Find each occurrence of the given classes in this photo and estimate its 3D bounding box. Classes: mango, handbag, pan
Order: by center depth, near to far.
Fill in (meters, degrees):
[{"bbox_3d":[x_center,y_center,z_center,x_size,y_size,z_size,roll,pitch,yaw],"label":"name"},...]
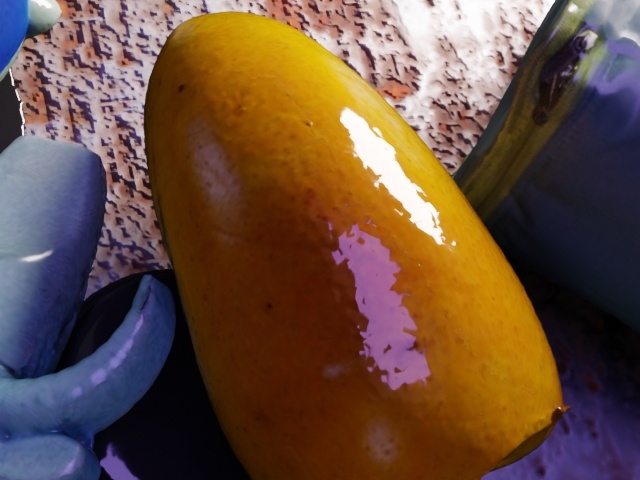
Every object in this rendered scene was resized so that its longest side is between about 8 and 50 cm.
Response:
[{"bbox_3d":[0.000,0.000,0.559,0.138,0.187,0.257,-34,83,18],"label":"mango"},{"bbox_3d":[-0.079,0.117,0.583,0.136,0.028,0.235,21,65,-9],"label":"pan"},{"bbox_3d":[0.221,-0.058,0.641,0.241,0.222,0.263,33,62,3],"label":"handbag"}]

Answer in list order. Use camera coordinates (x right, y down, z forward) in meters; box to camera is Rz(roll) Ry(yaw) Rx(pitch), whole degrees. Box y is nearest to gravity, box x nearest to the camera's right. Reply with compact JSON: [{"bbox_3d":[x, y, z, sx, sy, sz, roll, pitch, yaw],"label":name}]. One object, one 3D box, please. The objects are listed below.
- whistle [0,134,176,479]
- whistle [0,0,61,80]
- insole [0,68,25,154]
[{"bbox_3d":[-0.163,0.070,0.533,0.186,0.093,0.273,9,61,18],"label":"whistle"},{"bbox_3d":[-0.184,-0.127,0.603,0.110,0.092,0.244,31,61,-6],"label":"whistle"},{"bbox_3d":[-0.204,0.027,0.593,0.119,0.009,0.348,2,68,-15],"label":"insole"}]
